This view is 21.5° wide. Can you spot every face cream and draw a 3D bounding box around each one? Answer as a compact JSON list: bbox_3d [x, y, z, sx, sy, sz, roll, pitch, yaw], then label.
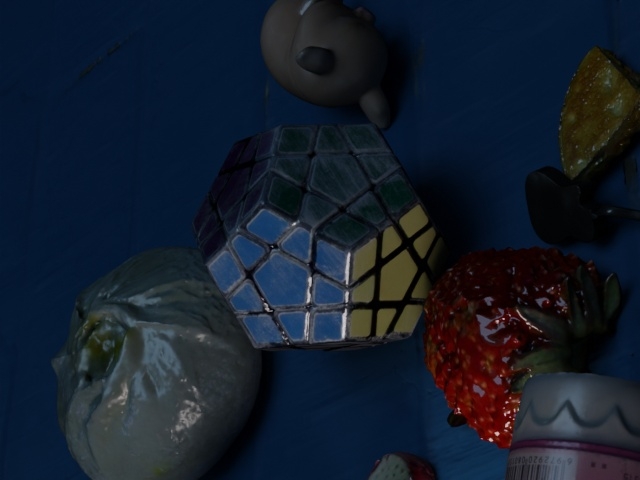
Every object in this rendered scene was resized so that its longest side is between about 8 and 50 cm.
[{"bbox_3d":[0.269,0.244,1.667,0.175,0.175,0.195,-9,65,51],"label":"face cream"}]

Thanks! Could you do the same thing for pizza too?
[{"bbox_3d":[0.328,-0.139,1.921,0.134,0.046,0.175,6,76,55],"label":"pizza"}]

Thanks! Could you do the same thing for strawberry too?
[{"bbox_3d":[0.179,0.108,1.905,0.306,0.137,0.234,5,77,53],"label":"strawberry"}]

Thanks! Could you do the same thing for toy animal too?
[{"bbox_3d":[0.004,-0.265,2.332,0.154,0.166,0.250,-68,27,15],"label":"toy animal"}]

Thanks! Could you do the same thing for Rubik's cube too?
[{"bbox_3d":[0.000,0.000,2.070,0.319,0.319,0.264,-44,3,30],"label":"Rubik's cube"}]

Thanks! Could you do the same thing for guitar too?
[{"bbox_3d":[0.308,-0.029,1.859,0.233,0.025,0.088,14,120,57],"label":"guitar"}]

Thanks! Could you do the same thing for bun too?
[{"bbox_3d":[-0.241,0.172,2.363,0.362,0.211,0.362,-29,49,39],"label":"bun"}]

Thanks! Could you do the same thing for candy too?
[{"bbox_3d":[0.092,0.299,1.989,0.103,0.043,0.103,-30,49,41],"label":"candy"}]

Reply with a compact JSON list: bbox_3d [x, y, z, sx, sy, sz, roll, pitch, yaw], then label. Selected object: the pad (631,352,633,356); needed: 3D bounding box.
[{"bbox_3d":[0.440,0.002,1.682,0.250,0.055,0.323,3,56,54],"label":"pad"}]
